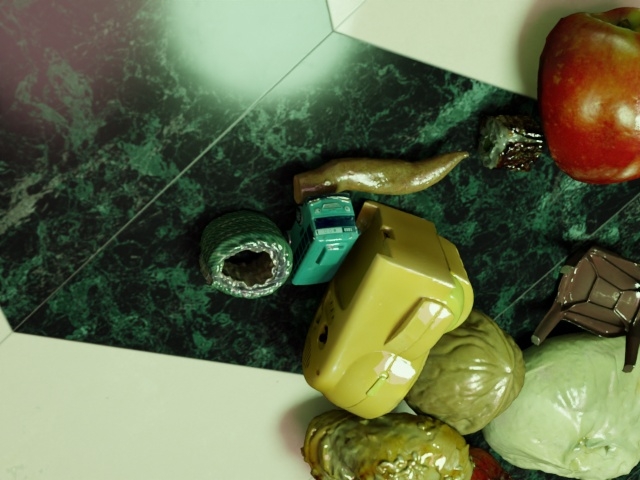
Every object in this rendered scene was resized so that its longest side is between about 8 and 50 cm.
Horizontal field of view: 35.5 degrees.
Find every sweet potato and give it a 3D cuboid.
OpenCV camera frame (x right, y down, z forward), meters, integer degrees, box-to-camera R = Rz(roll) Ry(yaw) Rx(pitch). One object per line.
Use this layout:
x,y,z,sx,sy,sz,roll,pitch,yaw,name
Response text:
0.095,-0.102,1.570,0.281,0.059,0.067,-7,111,-18,sweet potato

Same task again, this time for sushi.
0.303,-0.155,1.596,0.084,0.098,0.094,0,123,-20,sushi

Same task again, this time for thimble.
-0.115,0.022,1.545,0.135,0.090,0.118,5,116,-22,thimble

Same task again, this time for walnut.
0.244,0.226,1.734,0.228,0.228,0.228,-10,124,-16,walnut

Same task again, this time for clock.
0.090,0.128,1.611,0.200,0.244,0.317,26,114,-14,clock

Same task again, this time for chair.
0.537,0.093,1.840,0.326,0.183,0.175,-35,146,-59,chair

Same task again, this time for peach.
0.453,-0.207,1.523,0.249,0.245,0.274,-17,123,-19,peach

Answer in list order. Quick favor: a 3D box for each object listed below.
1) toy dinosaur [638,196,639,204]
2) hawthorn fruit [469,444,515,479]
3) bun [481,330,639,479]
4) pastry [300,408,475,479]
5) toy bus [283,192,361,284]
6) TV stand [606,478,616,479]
0.647,-0.087,1.790,0.198,0.080,0.045,-8,126,-17,toy dinosaur
0.253,0.546,1.933,0.265,0.265,0.307,17,130,-30,hawthorn fruit
0.491,0.331,1.909,0.361,0.213,0.361,-10,126,-14,bun
0.111,0.399,1.748,0.255,0.311,0.161,42,56,-41,pastry
0.000,0.000,1.542,0.079,0.091,0.160,-5,152,-21,toy bus
0.653,0.466,2.168,0.042,0.036,0.249,7,118,-27,TV stand
